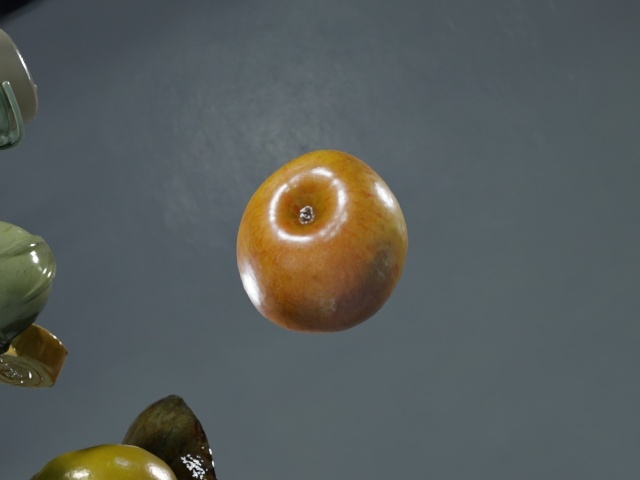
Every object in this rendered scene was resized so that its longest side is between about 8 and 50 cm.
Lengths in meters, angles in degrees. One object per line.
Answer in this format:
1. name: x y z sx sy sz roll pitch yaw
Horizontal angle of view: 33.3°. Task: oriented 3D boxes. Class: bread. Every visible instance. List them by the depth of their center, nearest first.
1. bread: -0.472 0.175 1.686 0.149 0.122 0.073 0 51 30

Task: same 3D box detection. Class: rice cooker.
1. rice cooker: -0.531 -0.244 1.689 0.145 0.206 0.127 -3 30 37

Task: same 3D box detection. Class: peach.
1. peach: -0.343 0.420 1.662 0.251 0.251 0.153 -29 44 2

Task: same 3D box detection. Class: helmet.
1. helmet: -0.451 0.043 1.533 0.137 0.204 0.257 -26 18 -8

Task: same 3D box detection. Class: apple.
1. apple: 0.000 0.000 1.802 0.299 0.299 0.275 -29 -31 -10

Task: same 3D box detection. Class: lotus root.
1. lotus root: -0.285 0.412 1.930 0.142 0.210 0.314 -7 16 -20
